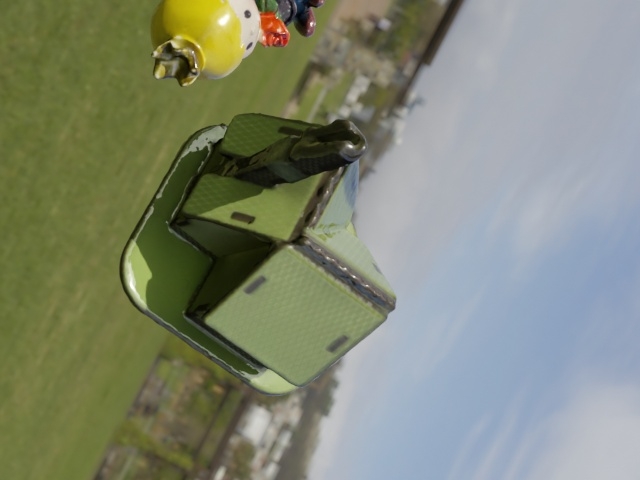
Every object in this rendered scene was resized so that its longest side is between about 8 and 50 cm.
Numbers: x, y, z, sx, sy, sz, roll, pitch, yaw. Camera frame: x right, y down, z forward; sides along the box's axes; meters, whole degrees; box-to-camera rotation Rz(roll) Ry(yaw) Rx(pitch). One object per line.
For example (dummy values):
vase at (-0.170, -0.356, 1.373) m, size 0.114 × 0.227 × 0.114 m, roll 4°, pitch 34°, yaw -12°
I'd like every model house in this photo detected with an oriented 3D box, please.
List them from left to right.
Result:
model house at (0.000, 0.000, 1.177) m, size 0.278 × 0.218 × 0.205 m, roll -15°, pitch -136°, yaw 55°

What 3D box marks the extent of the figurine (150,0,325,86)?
figurine at (-0.094, -0.248, 1.584) m, size 0.127 × 0.185 × 0.234 m, roll -57°, pitch -166°, yaw 33°
